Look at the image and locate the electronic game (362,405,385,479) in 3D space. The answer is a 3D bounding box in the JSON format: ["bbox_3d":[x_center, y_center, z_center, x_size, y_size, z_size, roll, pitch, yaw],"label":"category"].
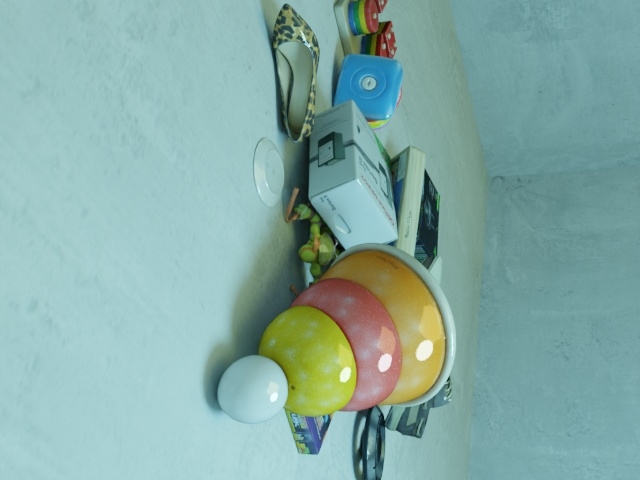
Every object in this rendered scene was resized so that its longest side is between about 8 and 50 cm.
[{"bbox_3d":[0.139,0.556,2.059,0.229,0.048,0.229,0,90,-76],"label":"electronic game"}]

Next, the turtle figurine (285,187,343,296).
[{"bbox_3d":[0.000,0.000,1.705,0.217,0.087,0.269,-37,121,-66],"label":"turtle figurine"}]

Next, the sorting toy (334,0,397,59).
[{"bbox_3d":[0.138,-0.581,2.143,0.255,0.089,0.257,-66,147,-49],"label":"sorting toy"}]

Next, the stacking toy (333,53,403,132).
[{"bbox_3d":[0.138,-0.359,2.079,0.302,0.166,0.175,69,33,-74],"label":"stacking toy"}]

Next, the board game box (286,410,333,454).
[{"bbox_3d":[-0.023,0.351,1.656,0.141,0.048,0.170,-64,145,-54],"label":"board game box"}]

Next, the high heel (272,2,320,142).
[{"bbox_3d":[-0.053,-0.338,1.590,0.261,0.093,0.186,77,15,-49],"label":"high heel"}]

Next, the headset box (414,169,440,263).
[{"bbox_3d":[0.284,-0.074,2.408,0.283,0.131,0.246,46,46,-61],"label":"headset box"}]

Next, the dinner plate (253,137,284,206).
[{"bbox_3d":[-0.100,-0.139,1.562,0.141,0.017,0.141,-4,90,-68],"label":"dinner plate"}]

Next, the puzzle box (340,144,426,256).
[{"bbox_3d":[0.132,-0.002,1.835,0.052,0.272,0.408,24,57,-22],"label":"puzzle box"}]

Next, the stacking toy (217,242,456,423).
[{"bbox_3d":[-0.007,0.215,1.452,0.480,0.351,0.350,-16,104,-43],"label":"stacking toy"}]

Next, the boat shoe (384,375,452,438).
[{"bbox_3d":[0.293,0.383,2.057,0.355,0.130,0.132,-68,171,28],"label":"boat shoe"}]

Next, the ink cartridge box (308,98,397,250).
[{"bbox_3d":[0.074,-0.142,1.737,0.211,0.122,0.289,51,26,-38],"label":"ink cartridge box"}]

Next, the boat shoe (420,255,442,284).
[{"bbox_3d":[0.230,0.165,1.986,0.324,0.097,0.116,-63,147,-31],"label":"boat shoe"}]
